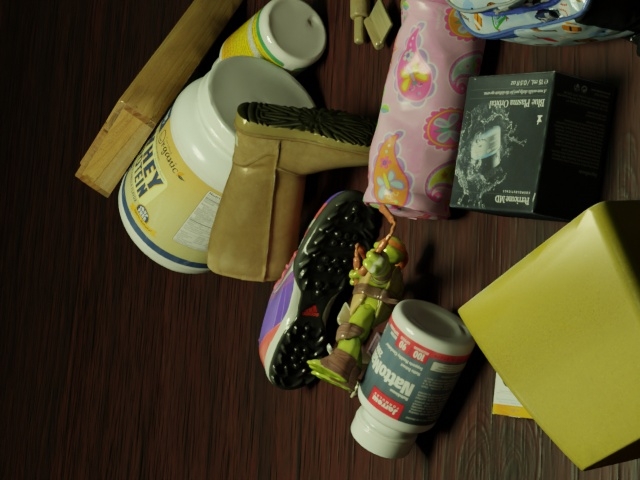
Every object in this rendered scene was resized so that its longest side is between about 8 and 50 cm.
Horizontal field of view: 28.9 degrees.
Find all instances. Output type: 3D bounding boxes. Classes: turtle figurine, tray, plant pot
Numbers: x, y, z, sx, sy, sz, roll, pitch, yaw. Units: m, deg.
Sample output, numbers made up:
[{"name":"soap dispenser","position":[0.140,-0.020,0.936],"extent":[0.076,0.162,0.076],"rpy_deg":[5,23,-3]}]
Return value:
[{"name":"turtle figurine","position":[0.061,0.082,1.586],"extent":[0.269,0.087,0.217],"rpy_deg":[123,173,-78]},{"name":"tray","position":[-0.270,-0.273,2.132],"extent":[0.203,0.076,0.411],"rpy_deg":[-48,11,43]},{"name":"plant pot","position":[0.294,0.094,1.152],"extent":[0.212,0.212,0.187],"rpy_deg":[-44,57,45]}]

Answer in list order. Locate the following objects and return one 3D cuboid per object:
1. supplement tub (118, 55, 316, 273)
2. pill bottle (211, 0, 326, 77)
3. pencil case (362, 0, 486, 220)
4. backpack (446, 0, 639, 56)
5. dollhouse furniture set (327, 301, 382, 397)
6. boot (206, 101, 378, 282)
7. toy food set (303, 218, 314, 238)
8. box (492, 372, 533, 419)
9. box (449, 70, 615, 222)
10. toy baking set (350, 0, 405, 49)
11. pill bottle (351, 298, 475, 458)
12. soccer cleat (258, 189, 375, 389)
[{"name":"supplement tub","position":[-0.158,-0.116,1.942],"extent":[0.316,0.228,0.228],"rpy_deg":[-47,43,43]},{"name":"pill bottle","position":[-0.090,-0.297,1.989],"extent":[0.208,0.117,0.117],"rpy_deg":[-28,58,54]},{"name":"pencil case","position":[0.135,-0.168,1.576],"extent":[0.124,0.124,0.284],"rpy_deg":[10,89,60]},{"name":"backpack","position":[0.240,-0.330,1.367],"extent":[0.263,0.213,0.276],"rpy_deg":[175,100,-70]},{"name":"dollhouse furniture set","position":[0.022,0.143,1.704],"extent":[0.091,0.081,0.114],"rpy_deg":[-65,33,25]},{"name":"boot","position":[-0.032,-0.060,1.781],"extent":[0.089,0.236,0.269],"rpy_deg":[-79,0,-55]},{"name":"toy food set","position":[0.000,0.000,1.845],"extent":[0.083,0.020,0.082],"rpy_deg":[-62,35,30]},{"name":"box","position":[0.234,0.132,1.403],"extent":[0.081,0.028,0.136],"rpy_deg":[-3,76,59]},{"name":"box","position":[0.236,-0.104,1.404],"extent":[0.156,0.093,0.158],"rpy_deg":[8,89,60]},{"name":"toy baking set","position":[0.104,-0.402,1.782],"extent":[0.197,0.030,0.256],"rpy_deg":[-25,61,51]},{"name":"pill bottle","position":[0.107,0.173,1.526],"extent":[0.108,0.108,0.180],"rpy_deg":[53,127,52]},{"name":"soccer cleat","position":[-0.018,0.057,1.779],"extent":[0.116,0.108,0.318],"rpy_deg":[52,129,53]}]
